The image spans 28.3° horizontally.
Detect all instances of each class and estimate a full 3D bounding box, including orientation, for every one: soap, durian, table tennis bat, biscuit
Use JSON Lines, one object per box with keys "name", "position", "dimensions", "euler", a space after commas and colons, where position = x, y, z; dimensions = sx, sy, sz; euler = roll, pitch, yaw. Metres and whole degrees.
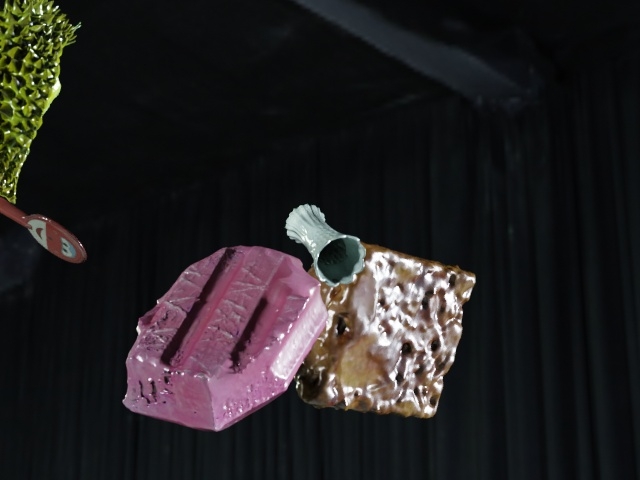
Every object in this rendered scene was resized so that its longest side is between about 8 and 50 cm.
{"name": "soap", "position": [-0.131, 0.132, 1.839], "dimensions": [0.220, 0.325, 0.127], "euler": [14, -50, 15]}
{"name": "durian", "position": [-0.513, -0.259, 2.122], "dimensions": [0.157, 0.356, 0.169], "euler": [17, -17, 0]}
{"name": "table tennis bat", "position": [-0.398, -0.016, 1.807], "dimensions": [0.154, 0.019, 0.098], "euler": [31, -28, 5]}
{"name": "biscuit", "position": [0.115, 0.178, 2.570], "dimensions": [0.395, 0.343, 0.166], "euler": [17, 3, -45]}

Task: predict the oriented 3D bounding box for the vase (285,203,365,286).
{"name": "vase", "position": [0.000, 0.000, 1.854], "dimensions": [0.081, 0.081, 0.149], "euler": [13, 18, -30]}
